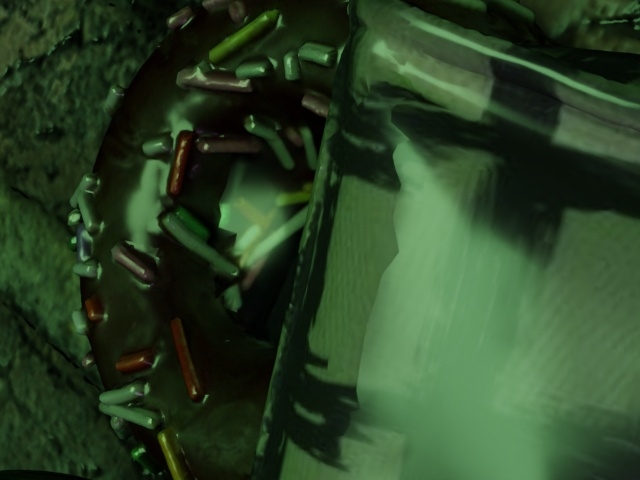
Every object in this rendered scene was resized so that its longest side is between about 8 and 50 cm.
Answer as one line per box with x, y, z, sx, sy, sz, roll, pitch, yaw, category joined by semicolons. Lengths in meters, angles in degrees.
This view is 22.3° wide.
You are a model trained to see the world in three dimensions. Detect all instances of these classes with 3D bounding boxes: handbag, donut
0.131;0.113;0.489;0.327;0.162;0.325;13;95;15;handbag
0.000;0.000;0.689;0.269;0.103;0.270;-9;76;38;donut

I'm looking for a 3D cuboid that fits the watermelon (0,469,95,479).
-0.131;0.215;0.671;0.242;0.242;0.242;-7;79;38;watermelon
